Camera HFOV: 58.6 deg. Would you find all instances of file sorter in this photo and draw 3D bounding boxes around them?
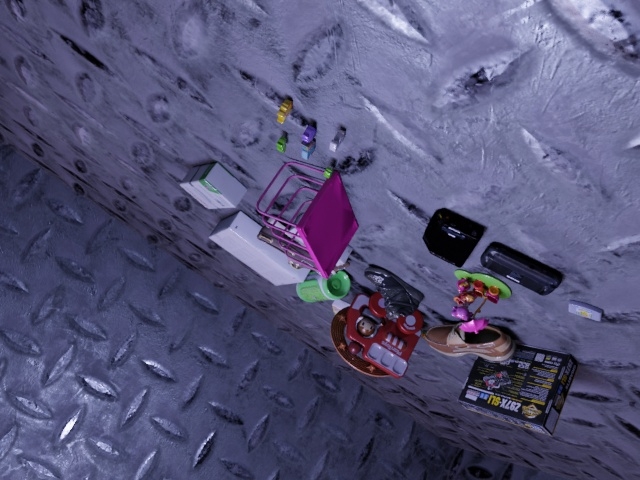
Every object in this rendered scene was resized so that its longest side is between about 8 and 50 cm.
[{"bbox_3d":[-0.039,-0.064,1.680,0.182,0.202,0.290,22,158,27],"label":"file sorter"}]

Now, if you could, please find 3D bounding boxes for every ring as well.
[{"bbox_3d":[0.199,0.389,2.273,0.337,0.336,0.032,30,131,3],"label":"ring"}]

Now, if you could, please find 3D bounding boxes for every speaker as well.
[{"bbox_3d":[0.005,0.183,2.298,0.131,0.131,0.296,37,159,-16],"label":"speaker"}]

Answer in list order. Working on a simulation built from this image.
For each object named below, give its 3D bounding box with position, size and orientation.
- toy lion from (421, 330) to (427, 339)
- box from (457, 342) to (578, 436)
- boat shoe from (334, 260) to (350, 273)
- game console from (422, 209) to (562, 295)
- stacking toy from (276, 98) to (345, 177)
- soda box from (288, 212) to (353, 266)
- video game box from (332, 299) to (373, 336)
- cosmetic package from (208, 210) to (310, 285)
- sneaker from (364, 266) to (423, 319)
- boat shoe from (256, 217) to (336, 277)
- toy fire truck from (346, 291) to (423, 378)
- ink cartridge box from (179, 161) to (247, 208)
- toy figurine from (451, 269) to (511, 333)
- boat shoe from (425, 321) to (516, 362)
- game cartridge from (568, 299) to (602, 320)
[{"bbox_3d":[0.456,0.408,2.332,0.096,0.034,0.100,26,161,33],"label":"toy lion"},{"bbox_3d":[0.646,0.471,1.888,0.322,0.257,0.079,2,146,51],"label":"box"},{"bbox_3d":[0.045,0.095,2.122,0.066,0.066,0.183,36,159,-17],"label":"boat shoe"},{"bbox_3d":[0.442,0.046,1.499,0.361,0.044,0.213,28,161,10],"label":"game console"},{"bbox_3d":[-0.029,-0.252,1.456,0.167,0.052,0.221,31,162,6],"label":"stacking toy"},{"bbox_3d":[0.000,0.000,1.962,0.216,0.069,0.074,35,159,-12],"label":"soda box"},{"bbox_3d":[0.156,0.350,2.588,0.205,0.048,0.187,24,156,17],"label":"video game box"},{"bbox_3d":[-0.253,0.044,2.373,0.377,0.097,0.284,38,160,-18],"label":"cosmetic package"},{"bbox_3d":[0.237,0.190,1.990,0.227,0.130,0.087,35,158,-4],"label":"sneaker"},{"bbox_3d":[-0.088,0.045,2.049,0.324,0.096,0.116,38,176,16],"label":"boat shoe"},{"bbox_3d":[0.232,0.350,2.182,0.302,0.254,0.169,31,159,0],"label":"toy fire truck"},{"bbox_3d":[-0.382,-0.190,2.024,0.153,0.087,0.208,43,156,-31],"label":"ink cartridge box"},{"bbox_3d":[0.439,0.186,1.654,0.173,0.159,0.130,23,158,22],"label":"toy figurine"},{"bbox_3d":[0.508,0.329,1.974,0.324,0.122,0.120,-1,138,42],"label":"boat shoe"},{"bbox_3d":[0.695,0.183,1.501,0.083,0.017,0.056,17,152,32],"label":"game cartridge"}]
